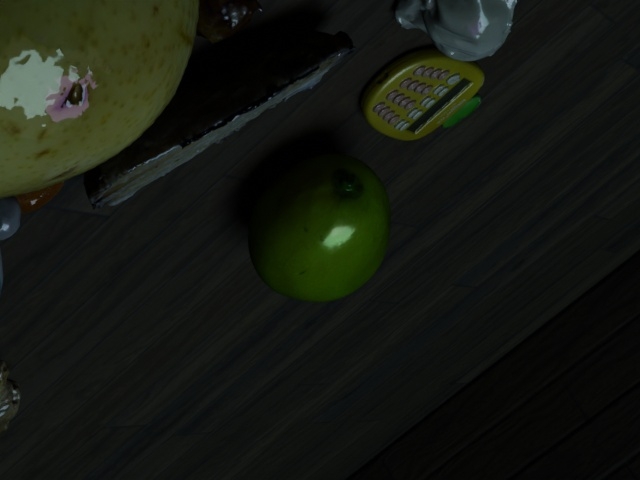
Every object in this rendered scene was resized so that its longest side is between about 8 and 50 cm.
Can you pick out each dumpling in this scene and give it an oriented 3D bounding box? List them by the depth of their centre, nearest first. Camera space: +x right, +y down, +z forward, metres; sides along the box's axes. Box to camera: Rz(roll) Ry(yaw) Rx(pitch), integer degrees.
[{"bbox_3d":[0.151,-0.259,1.544,0.127,0.108,0.188,-2,168,-15],"label":"dumpling"}]

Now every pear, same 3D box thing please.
[{"bbox_3d":[-0.233,-0.169,0.911,0.309,0.309,0.309,-29,159,-12],"label":"pear"}]

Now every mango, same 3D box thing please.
[{"bbox_3d":[0.000,0.000,1.807,0.192,0.156,0.343,-28,161,-7],"label":"mango"}]

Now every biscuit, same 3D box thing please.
[{"bbox_3d":[-0.305,-0.058,1.429,0.078,0.015,0.091,-41,159,15],"label":"biscuit"}]

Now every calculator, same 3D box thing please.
[{"bbox_3d":[0.135,-0.186,1.766,0.146,0.032,0.235,-41,157,20],"label":"calculator"}]

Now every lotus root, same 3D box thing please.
[{"bbox_3d":[-0.113,-0.146,1.443,0.329,0.078,0.167,-32,-177,-9],"label":"lotus root"}]

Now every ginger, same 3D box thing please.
[{"bbox_3d":[-0.449,0.222,1.771,0.213,0.074,0.137,-47,156,17],"label":"ginger"}]

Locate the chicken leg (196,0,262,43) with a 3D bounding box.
[{"bbox_3d":[-0.087,-0.267,1.204,0.113,0.093,0.304,-7,160,-16],"label":"chicken leg"}]

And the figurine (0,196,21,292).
[{"bbox_3d":[-0.412,0.012,1.264,0.378,0.266,0.361,-85,-162,-76],"label":"figurine"}]
